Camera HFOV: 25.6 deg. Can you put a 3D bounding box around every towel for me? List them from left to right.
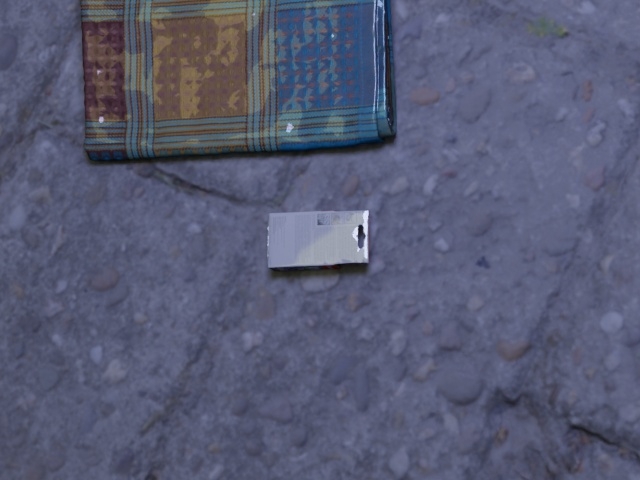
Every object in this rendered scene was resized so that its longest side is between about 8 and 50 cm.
[{"bbox_3d":[-0.100,-0.232,1.600,0.370,0.040,0.271,-3,88,14],"label":"towel"}]

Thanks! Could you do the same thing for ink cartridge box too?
[{"bbox_3d":[0.000,0.000,1.554,0.115,0.029,0.062,-2,79,14],"label":"ink cartridge box"}]
